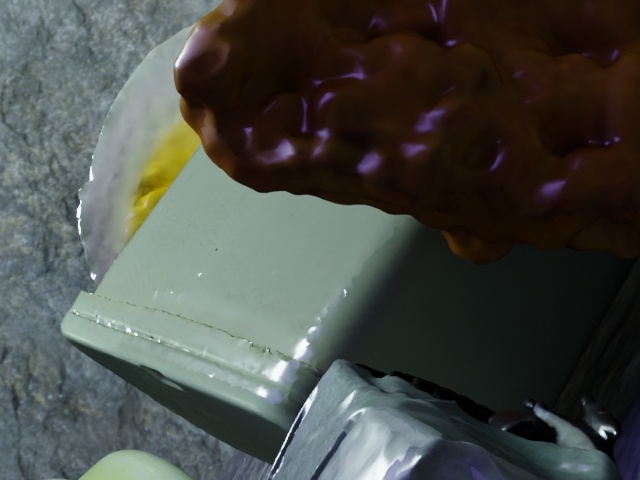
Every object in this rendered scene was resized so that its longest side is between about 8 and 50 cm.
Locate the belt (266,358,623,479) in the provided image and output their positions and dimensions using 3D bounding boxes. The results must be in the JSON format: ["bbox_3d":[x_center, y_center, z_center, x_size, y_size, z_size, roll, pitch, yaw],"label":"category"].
[{"bbox_3d":[0.072,0.136,0.710,0.164,0.184,0.289,-60,10,2],"label":"belt"}]

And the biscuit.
[{"bbox_3d":[0.106,-0.144,0.881,0.110,0.318,0.312,80,-157,-68],"label":"biscuit"}]

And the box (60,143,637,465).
[{"bbox_3d":[0.044,-0.015,1.076,0.344,0.177,0.352,-56,27,-13],"label":"box"}]

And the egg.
[{"bbox_3d":[0.000,0.000,1.473,0.354,0.354,0.340,-66,-18,-12],"label":"egg"}]

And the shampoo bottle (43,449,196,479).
[{"bbox_3d":[-0.228,0.407,1.762,0.317,0.322,0.322,-43,-5,-24],"label":"shampoo bottle"}]
